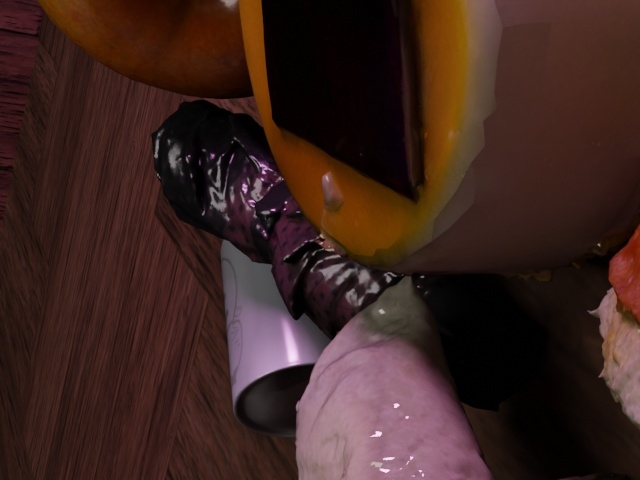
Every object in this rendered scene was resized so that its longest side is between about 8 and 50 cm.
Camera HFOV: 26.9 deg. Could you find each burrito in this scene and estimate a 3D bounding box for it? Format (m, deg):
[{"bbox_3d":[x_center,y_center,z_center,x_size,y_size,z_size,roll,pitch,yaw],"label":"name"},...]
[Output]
[{"bbox_3d":[0.045,0.170,0.553,0.392,0.076,0.117,-103,34,-52],"label":"burrito"}]

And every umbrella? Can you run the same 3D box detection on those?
[{"bbox_3d":[0.000,0.000,0.798,0.326,0.094,0.090,36,95,44],"label":"umbrella"}]

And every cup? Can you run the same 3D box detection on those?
[{"bbox_3d":[-0.022,0.065,0.913,0.136,0.099,0.133,125,145,-46],"label":"cup"}]

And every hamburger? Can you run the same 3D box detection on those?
[{"bbox_3d":[0.073,-0.122,0.630,0.276,0.179,0.294,-150,50,-62],"label":"hamburger"}]

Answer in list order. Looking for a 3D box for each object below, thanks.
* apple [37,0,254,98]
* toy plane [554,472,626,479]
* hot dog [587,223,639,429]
[{"bbox_3d":[-0.069,-0.231,0.857,0.275,0.299,0.299,-82,14,-55],"label":"apple"},{"bbox_3d":[0.077,0.239,0.638,0.108,0.092,0.286,17,100,46],"label":"toy plane"},{"bbox_3d":[0.178,-0.004,0.462,0.213,0.103,0.146,-58,9,27],"label":"hot dog"}]
